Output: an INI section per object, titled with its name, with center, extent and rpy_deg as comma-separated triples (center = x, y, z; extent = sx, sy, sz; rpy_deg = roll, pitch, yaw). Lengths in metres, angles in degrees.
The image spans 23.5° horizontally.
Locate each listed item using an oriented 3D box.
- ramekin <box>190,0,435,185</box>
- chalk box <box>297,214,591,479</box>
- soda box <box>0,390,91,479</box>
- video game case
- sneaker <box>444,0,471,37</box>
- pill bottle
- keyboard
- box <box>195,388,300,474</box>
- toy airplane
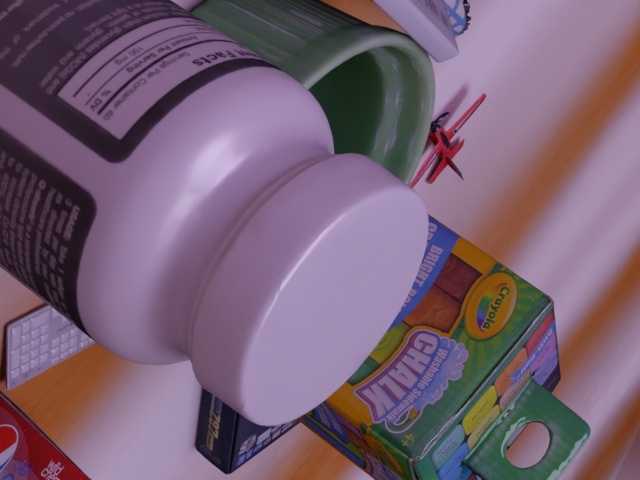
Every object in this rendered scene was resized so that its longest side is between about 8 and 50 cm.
[ramekin]
center = -0.050, -0.078, 1.348
extent = 0.303, 0.148, 0.303
rpy_deg = -41, 151, -29
[chalk box]
center = 0.084, 0.104, 1.285
extent = 0.180, 0.289, 0.179
rpy_deg = -49, 154, -14
[soda box]
center = -0.291, 0.173, 1.303
extent = 0.092, 0.083, 0.263
rpy_deg = -48, 155, -13
[video game case]
center = 0.044, -0.271, 1.253
extent = 0.026, 0.206, 0.227
rpy_deg = -20, 162, 18
[sneaker]
center = 0.088, -0.250, 1.484
extent = 0.086, 0.085, 0.237
rpy_deg = -27, 161, 8
[pill bottle]
center = -0.124, -0.049, 0.998
extent = 0.210, 0.363, 0.210
rpy_deg = -41, 151, -28
[keyboard]
center = -0.191, 0.056, 1.419
extent = 0.256, 0.014, 0.072
rpy_deg = -30, 145, -43
[box]
center = -0.035, 0.135, 1.736
extent = 0.232, 0.059, 0.183
rpy_deg = -33, 145, -39
[toy airplane]
center = 0.146, -0.109, 1.798
extent = 0.151, 0.028, 0.151
rpy_deg = -40, 152, -27
